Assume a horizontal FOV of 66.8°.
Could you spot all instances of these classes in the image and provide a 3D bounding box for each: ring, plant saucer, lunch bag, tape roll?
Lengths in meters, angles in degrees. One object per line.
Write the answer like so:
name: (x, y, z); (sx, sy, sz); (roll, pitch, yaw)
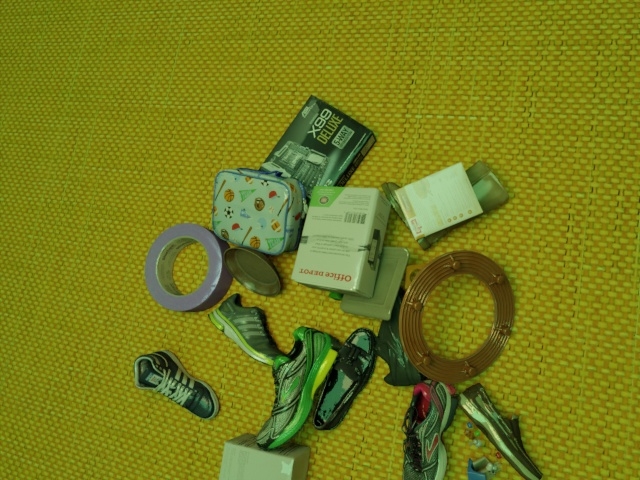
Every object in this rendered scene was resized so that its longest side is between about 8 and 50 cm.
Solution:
ring: (0.348, 0.192, 1.197); (0.336, 0.032, 0.337); (-2, 97, -20)
plant saucer: (-0.196, 0.085, 1.437); (0.198, 0.199, 0.036); (21, 51, 20)
lunch bag: (-0.181, -0.096, 1.440); (0.303, 0.115, 0.244); (14, 104, 27)
tape roll: (-0.414, 0.087, 1.537); (0.274, 0.090, 0.275); (-3, 79, 17)

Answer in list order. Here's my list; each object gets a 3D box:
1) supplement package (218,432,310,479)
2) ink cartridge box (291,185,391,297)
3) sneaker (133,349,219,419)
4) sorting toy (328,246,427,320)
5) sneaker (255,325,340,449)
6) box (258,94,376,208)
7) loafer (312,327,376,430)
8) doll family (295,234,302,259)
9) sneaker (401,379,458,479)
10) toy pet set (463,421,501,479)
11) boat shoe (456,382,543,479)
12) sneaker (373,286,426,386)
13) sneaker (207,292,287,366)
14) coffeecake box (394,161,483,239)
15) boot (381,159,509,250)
supplement package: (-0.153, 0.650, 1.311); (0.202, 0.149, 0.194); (5, 81, 18)
ink cartridge box: (0.058, 0.002, 1.302); (0.198, 0.114, 0.273); (6, 76, 30)
sneaker: (-0.437, 0.434, 1.440); (0.282, 0.153, 0.099); (37, 92, 20)
sorting toy: (0.153, 0.114, 1.315); (0.347, 0.047, 0.196); (2, 69, 49)
sneaker: (-0.087, 0.392, 1.313); (0.146, 0.134, 0.344); (31, 74, -15)
box: (-0.015, -0.254, 1.483); (0.242, 0.076, 0.308); (37, 93, 20)
loafer: (0.066, 0.381, 1.324); (0.109, 0.095, 0.303); (25, 88, 20)
doll family: (0.000, 0.000, 1.436); (0.193, 0.076, 0.111); (-35, 67, 3)
sneaker: (0.248, 0.494, 1.216); (0.120, 0.112, 0.300); (5, 83, 50)
toy pet set: (0.380, 0.537, 1.192); (0.065, 0.122, 0.114); (-19, 114, -14)
boat shoe: (0.453, 0.464, 1.190); (0.095, 0.095, 0.257); (-42, 70, 0)
sneaker: (0.197, 0.254, 1.309); (0.130, 0.109, 0.287); (-17, 71, 24)
sneaker: (-0.192, 0.265, 1.426); (0.299, 0.111, 0.121); (34, 83, 16)
coffeecake box: (0.306, -0.101, 1.275); (0.185, 0.068, 0.143); (-23, 86, 9)
boot: (0.338, -0.133, 1.349); (0.269, 0.089, 0.236); (-36, 84, 9)
